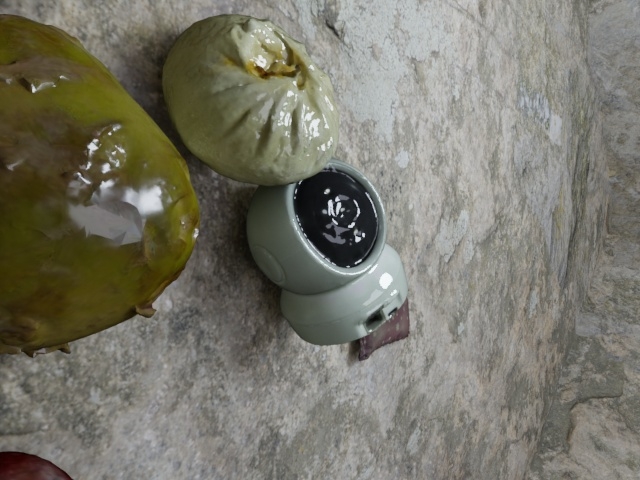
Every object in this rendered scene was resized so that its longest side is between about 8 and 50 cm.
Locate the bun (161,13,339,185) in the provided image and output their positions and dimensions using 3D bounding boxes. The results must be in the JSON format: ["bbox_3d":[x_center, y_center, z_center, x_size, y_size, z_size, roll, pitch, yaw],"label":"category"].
[{"bbox_3d":[-0.069,-0.170,0.518,0.222,0.127,0.222,7,62,-14],"label":"bun"}]

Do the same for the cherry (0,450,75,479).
[{"bbox_3d":[-0.280,0.299,0.355,0.300,0.203,0.230,-38,129,-29],"label":"cherry"}]

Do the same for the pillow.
[{"bbox_3d":[0.125,0.156,0.891,0.185,0.043,0.118,-10,100,-46],"label":"pillow"}]

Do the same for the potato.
[{"bbox_3d":[-0.229,-0.054,0.374,0.246,0.196,0.299,-53,128,-30],"label":"potato"}]

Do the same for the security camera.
[{"bbox_3d":[0.000,0.000,0.636,0.194,0.195,0.236,-42,119,-36],"label":"security camera"}]
